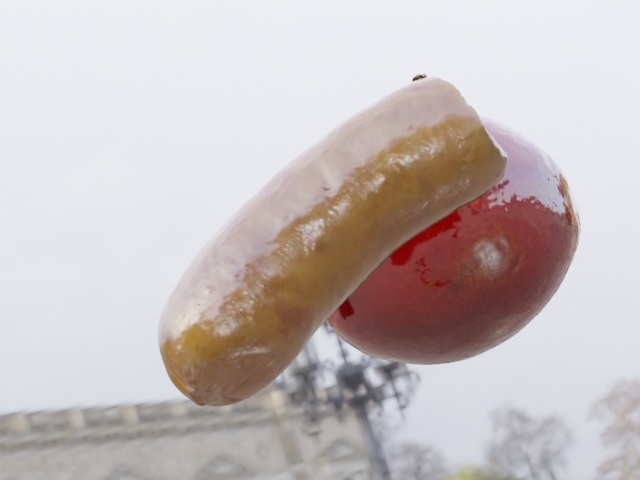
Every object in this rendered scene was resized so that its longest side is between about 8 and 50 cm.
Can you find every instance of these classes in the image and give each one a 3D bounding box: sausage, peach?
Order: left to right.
[{"bbox_3d":[-0.001,-0.001,0.947,0.270,0.109,0.109,-43,-12,-12],"label":"sausage"},{"bbox_3d":[0.105,0.006,1.216,0.243,0.199,0.243,-2,-35,-1],"label":"peach"}]
